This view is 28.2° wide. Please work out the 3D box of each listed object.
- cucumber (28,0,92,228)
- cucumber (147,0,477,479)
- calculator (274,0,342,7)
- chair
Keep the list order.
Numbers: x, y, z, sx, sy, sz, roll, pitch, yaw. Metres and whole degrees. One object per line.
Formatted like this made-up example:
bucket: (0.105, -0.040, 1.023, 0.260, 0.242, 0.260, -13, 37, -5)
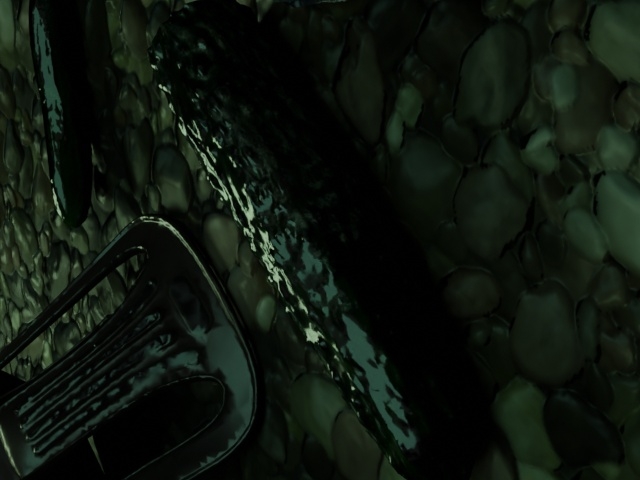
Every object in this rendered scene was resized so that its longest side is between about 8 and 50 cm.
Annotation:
cucumber: (-0.177, -0.100, 0.870, 0.036, 0.033, 0.184, 170, 91, -75)
cucumber: (0.000, 0.000, 0.633, 0.293, 0.068, 0.067, 59, 139, 25)
calculator: (0.015, -0.248, 0.578, 0.166, 0.028, 0.274, 8, 104, 52)
chair: (-0.171, 0.145, 0.856, 0.326, 0.183, 0.175, -33, 63, 4)
